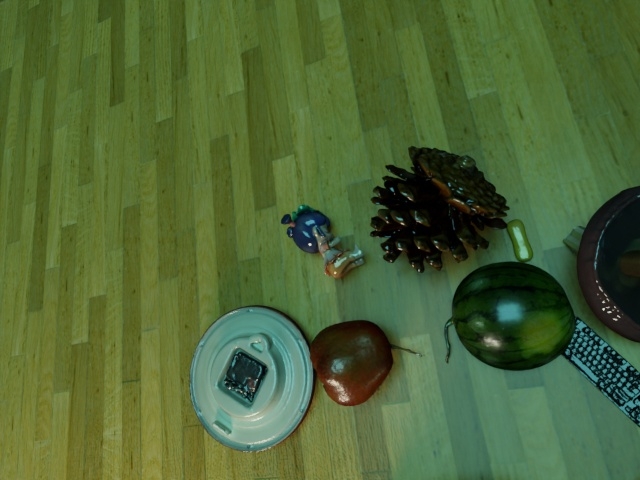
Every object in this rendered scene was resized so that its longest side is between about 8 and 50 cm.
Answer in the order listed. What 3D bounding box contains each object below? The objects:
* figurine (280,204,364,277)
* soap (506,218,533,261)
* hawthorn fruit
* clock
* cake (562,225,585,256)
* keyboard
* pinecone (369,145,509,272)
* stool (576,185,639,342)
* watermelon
[{"bbox_3d":[0.000,0.000,0.997,0.102,0.111,0.195,-36,64,-12],"label":"figurine"},{"bbox_3d":[0.399,0.000,0.887,0.034,0.012,0.089,-15,71,18],"label":"soap"},{"bbox_3d":[0.086,0.228,0.888,0.204,0.162,0.162,-29,67,-3],"label":"hawthorn fruit"},{"bbox_3d":[-0.161,0.305,0.999,0.319,0.080,0.318,-6,75,21],"label":"clock"},{"bbox_3d":[0.512,0.027,0.827,0.052,0.065,0.121,-41,43,8],"label":"cake"},{"bbox_3d":[0.516,0.240,0.771,0.072,0.023,0.231,-45,65,8],"label":"keyboard"},{"bbox_3d":[0.209,-0.059,0.859,0.264,0.264,0.263,-6,74,21],"label":"pinecone"},{"bbox_3d":[0.566,0.038,0.672,0.272,0.178,0.271,0,89,-1],"label":"stool"},{"bbox_3d":[0.337,0.136,0.815,0.232,0.127,0.203,-2,79,28],"label":"watermelon"}]
